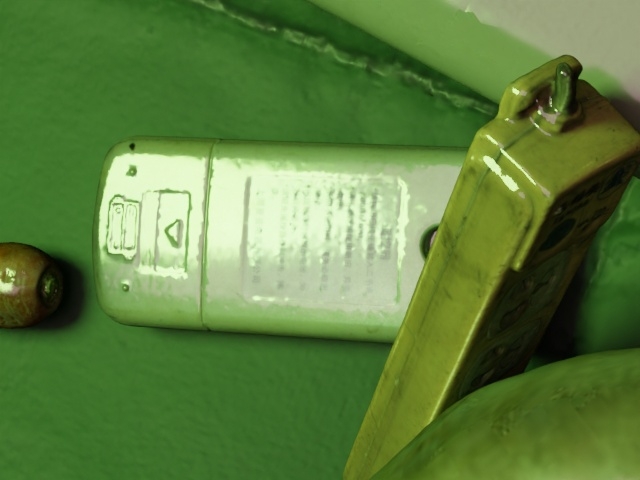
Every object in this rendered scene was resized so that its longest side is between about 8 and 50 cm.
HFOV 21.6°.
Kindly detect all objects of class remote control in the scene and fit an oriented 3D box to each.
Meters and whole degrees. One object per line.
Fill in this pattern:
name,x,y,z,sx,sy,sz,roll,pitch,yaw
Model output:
remote control,0.000,0.000,0.828,0.233,0.038,0.098,3,90,18

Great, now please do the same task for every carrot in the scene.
carrot,-0.225,0.021,0.903,0.191,0.047,0.047,2,89,23

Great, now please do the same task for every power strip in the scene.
power strip,0.066,0.034,0.704,0.044,0.064,0.305,48,147,23

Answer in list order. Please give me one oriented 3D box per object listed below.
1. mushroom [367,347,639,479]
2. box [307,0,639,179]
mushroom,0.133,0.217,0.659,0.352,0.260,0.352,0,91,21
box,0.164,-0.199,0.709,0.344,0.177,0.352,32,98,16
